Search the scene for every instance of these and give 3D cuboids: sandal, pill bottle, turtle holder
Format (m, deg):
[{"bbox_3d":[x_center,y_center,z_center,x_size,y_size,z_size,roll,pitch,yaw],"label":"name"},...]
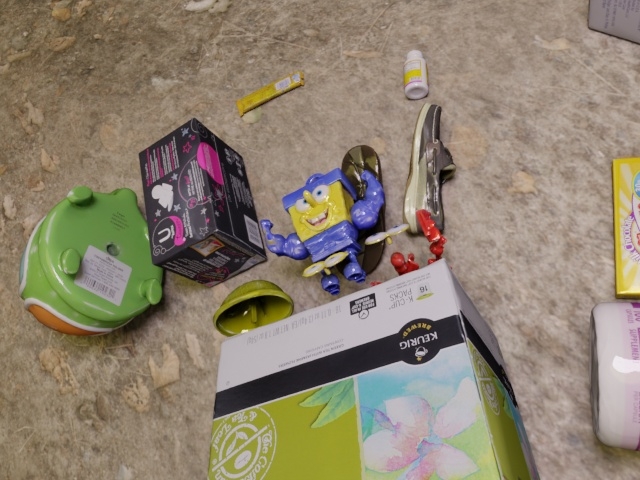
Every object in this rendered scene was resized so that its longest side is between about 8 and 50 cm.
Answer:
[{"bbox_3d":[0.070,-0.047,0.874,0.089,0.060,0.220,-2,87,21],"label":"sandal"},{"bbox_3d":[0.463,0.154,0.560,0.301,0.169,0.170,-1,69,23],"label":"pill bottle"},{"bbox_3d":[-0.441,0.026,0.977,0.227,0.243,0.321,-32,68,29],"label":"turtle holder"},{"bbox_3d":[0.174,-0.303,0.947,0.043,0.043,0.084,-7,66,21],"label":"pill bottle"}]

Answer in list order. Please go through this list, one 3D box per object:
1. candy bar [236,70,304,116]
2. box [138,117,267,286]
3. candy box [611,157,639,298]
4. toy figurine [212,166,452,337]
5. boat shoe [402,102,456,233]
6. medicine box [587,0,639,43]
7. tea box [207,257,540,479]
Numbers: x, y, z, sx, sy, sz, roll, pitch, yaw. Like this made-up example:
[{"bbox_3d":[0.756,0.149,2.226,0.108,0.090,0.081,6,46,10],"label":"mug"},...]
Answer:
[{"bbox_3d":[-0.106,-0.309,1.089,0.161,0.018,0.040,-22,66,14],"label":"candy bar"},{"bbox_3d":[-0.219,-0.064,0.955,0.142,0.163,0.248,-25,61,17],"label":"box"},{"bbox_3d":[0.462,-0.020,0.714,0.105,0.027,0.206,-1,69,27],"label":"candy box"},{"bbox_3d":[0.000,0.000,0.823,0.362,0.191,0.217,-28,56,18],"label":"toy figurine"},{"bbox_3d":[0.185,-0.117,0.851,0.073,0.080,0.224,6,77,20],"label":"boat shoe"},{"bbox_3d":[0.594,-0.411,0.743,0.289,0.149,0.264,37,87,31],"label":"medicine box"},{"bbox_3d":[0.062,0.252,0.609,0.328,0.220,0.324,-24,45,20],"label":"tea box"}]
